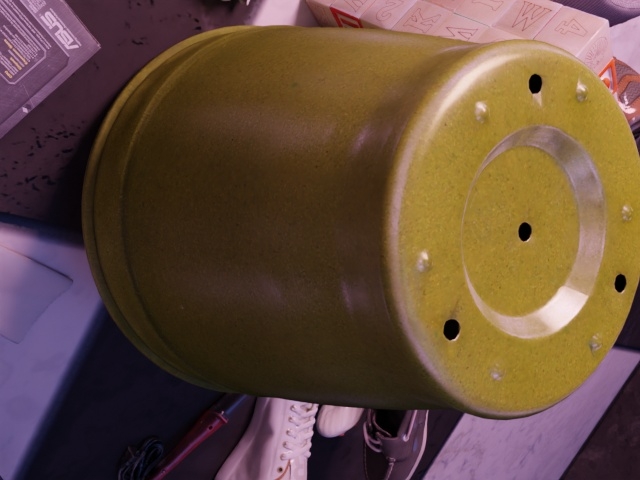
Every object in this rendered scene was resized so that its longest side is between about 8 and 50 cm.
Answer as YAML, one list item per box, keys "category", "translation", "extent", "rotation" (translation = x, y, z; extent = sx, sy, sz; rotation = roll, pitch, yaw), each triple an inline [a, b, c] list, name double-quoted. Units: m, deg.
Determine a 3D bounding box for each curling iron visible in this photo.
- category: "curling iron"
  translation: [-0.146, 0.231, 0.962]
  extent: [0.274, 0.035, 0.068]
  rotation: [-35, 140, -21]

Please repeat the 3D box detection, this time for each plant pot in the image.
- category: "plant pot"
  translation: [0.039, -0.017, 0.590]
  extent: [0.367, 0.353, 0.366]
  rotation: [-3, 95, -33]

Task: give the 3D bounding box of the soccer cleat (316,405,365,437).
- category: "soccer cleat"
  translation: [0.060, 0.226, 1.153]
  extent: [0.196, 0.068, 0.076]
  rotation: [-41, 137, -26]

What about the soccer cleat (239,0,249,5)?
- category: "soccer cleat"
  translation: [-0.090, -0.235, 0.655]
  extent: [0.083, 0.029, 0.035]
  rotation: [-2, 116, -51]

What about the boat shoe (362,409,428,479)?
- category: "boat shoe"
  translation: [0.114, 0.229, 1.082]
  extent: [0.096, 0.112, 0.335]
  rotation: [10, 108, -32]

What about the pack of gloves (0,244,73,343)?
- category: "pack of gloves"
  translation: [-0.346, 0.069, 0.618]
  extent: [0.195, 0.046, 0.232]
  rotation: [-48, 143, -5]

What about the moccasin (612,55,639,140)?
- category: "moccasin"
  translation: [0.302, -0.116, 1.025]
  extent: [0.139, 0.147, 0.380]
  rotation: [-27, 162, -21]

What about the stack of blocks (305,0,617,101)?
- category: "stack of blocks"
  translation: [0.137, -0.169, 0.720]
  extent: [0.087, 0.297, 0.171]
  rotation: [-48, 141, -7]

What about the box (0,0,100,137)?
- category: "box"
  translation: [-0.288, -0.159, 0.486]
  extent: [0.183, 0.056, 0.231]
  rotation: [-45, 142, -8]

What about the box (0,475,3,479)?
- category: "box"
  translation: [-0.411, 0.297, 0.659]
  extent: [0.257, 0.123, 0.128]
  rotation: [-31, 144, -25]

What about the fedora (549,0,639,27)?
- category: "fedora"
  translation: [0.338, -0.339, 0.877]
  extent: [0.276, 0.124, 0.243]
  rotation: [-14, 105, -42]

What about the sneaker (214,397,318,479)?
- category: "sneaker"
  translation: [-0.040, 0.284, 1.045]
  extent: [0.106, 0.123, 0.290]
  rotation: [14, 108, -48]
